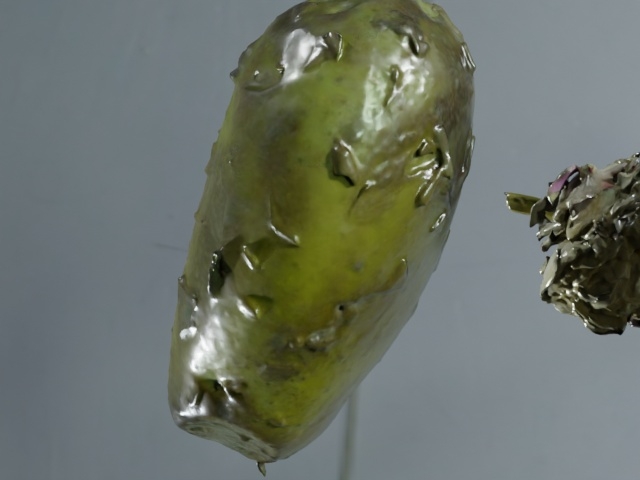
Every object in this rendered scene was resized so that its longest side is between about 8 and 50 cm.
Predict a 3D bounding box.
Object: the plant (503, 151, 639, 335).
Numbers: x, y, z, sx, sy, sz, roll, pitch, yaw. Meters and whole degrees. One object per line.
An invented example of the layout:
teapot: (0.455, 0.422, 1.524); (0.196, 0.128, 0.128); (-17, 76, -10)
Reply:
plant: (0.162, -0.002, 1.011); (0.122, 0.116, 0.104); (22, 95, 56)

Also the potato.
potato: (0.000, 0.000, 0.815); (0.113, 0.149, 0.251); (20, 112, 12)
